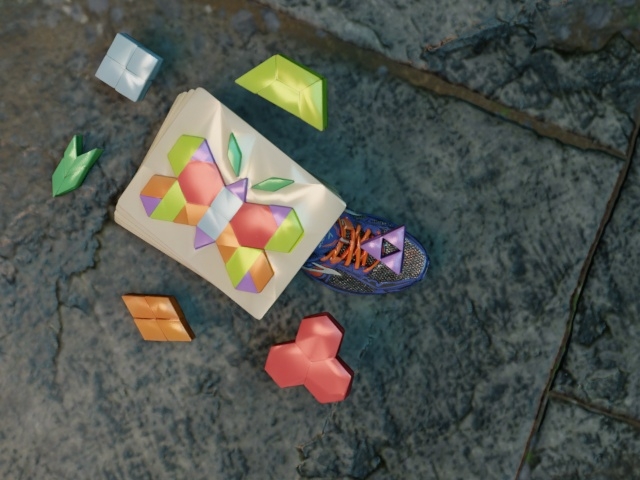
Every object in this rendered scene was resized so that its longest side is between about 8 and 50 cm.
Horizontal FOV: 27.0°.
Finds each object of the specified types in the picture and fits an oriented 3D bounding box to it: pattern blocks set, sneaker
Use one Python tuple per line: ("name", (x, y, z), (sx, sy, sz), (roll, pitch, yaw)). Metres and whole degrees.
("pattern blocks set", (-0.081, -0.028, 1.167), (0.325, 0.026, 0.285), (24, 104, 10))
("sneaker", (0.000, 0.000, 1.234), (0.221, 0.087, 0.083), (15, 88, -14))
